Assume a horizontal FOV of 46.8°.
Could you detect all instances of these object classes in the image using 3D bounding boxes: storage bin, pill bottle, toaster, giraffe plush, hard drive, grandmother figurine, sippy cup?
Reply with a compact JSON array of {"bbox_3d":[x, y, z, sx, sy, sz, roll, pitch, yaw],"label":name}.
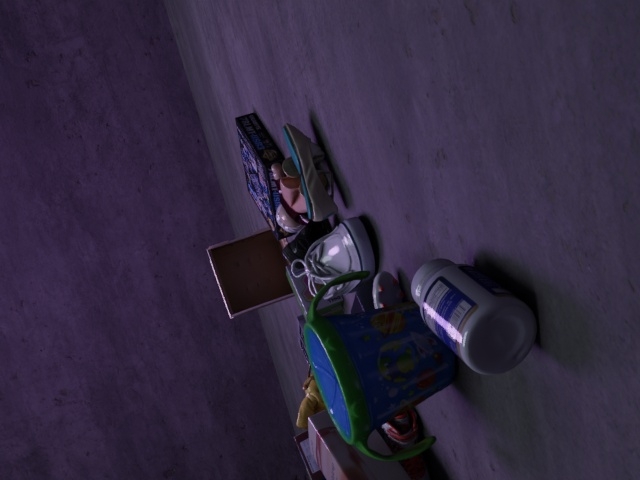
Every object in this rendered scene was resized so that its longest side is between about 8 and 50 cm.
[{"bbox_3d":[-0.223,0.102,2.509,0.123,0.262,0.260,119,131,-76],"label":"storage bin"},{"bbox_3d":[0.204,0.096,1.035,0.186,0.112,0.112,-133,27,-62],"label":"pill bottle"},{"bbox_3d":[0.005,0.293,2.164,0.168,0.110,0.185,90,158,-53],"label":"toaster"},{"bbox_3d":[0.041,0.437,2.053,0.181,0.171,0.210,-62,-18,-63],"label":"giraffe plush"},{"bbox_3d":[0.137,0.230,1.639,0.172,0.054,0.254,98,150,-64],"label":"hard drive"},{"bbox_3d":[-0.065,-0.109,1.900,0.207,0.104,0.342,62,165,14],"label":"grandmother figurine"},{"bbox_3d":[0.113,0.219,1.342,0.240,0.224,0.305,-136,30,-62],"label":"sippy cup"}]

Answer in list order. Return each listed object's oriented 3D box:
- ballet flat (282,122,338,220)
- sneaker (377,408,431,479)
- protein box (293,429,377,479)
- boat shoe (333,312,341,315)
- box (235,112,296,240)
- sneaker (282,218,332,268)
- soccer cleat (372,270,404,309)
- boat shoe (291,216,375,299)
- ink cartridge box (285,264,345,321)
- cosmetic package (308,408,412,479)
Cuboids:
[{"bbox_3d":[-0.018,-0.161,1.685,0.086,0.086,0.248,112,143,-71],"label":"ballet flat"},{"bbox_3d":[0.190,0.474,1.686,0.145,0.090,0.270,102,150,-71],"label":"sneaker"},{"bbox_3d":[0.069,0.558,1.960,0.136,0.201,0.200,63,-178,33],"label":"protein box"},{"bbox_3d":[0.007,0.187,2.079,0.080,0.076,0.228,95,153,-61],"label":"boat shoe"},{"bbox_3d":[-0.172,-0.199,2.294,0.295,0.073,0.293,-123,18,-46],"label":"box"},{"bbox_3d":[0.000,0.000,1.824,0.087,0.130,0.227,49,-164,13],"label":"sneaker"},{"bbox_3d":[0.137,0.152,1.492,0.076,0.068,0.196,11,124,58],"label":"soccer cleat"},{"bbox_3d":[0.016,0.058,1.672,0.367,0.156,0.135,115,135,-73],"label":"boat shoe"},{"bbox_3d":[-0.007,0.151,2.011,0.062,0.109,0.209,94,155,-61],"label":"ink cartridge box"},{"bbox_3d":[0.093,0.524,1.677,0.296,0.129,0.153,49,152,47],"label":"cosmetic package"}]
